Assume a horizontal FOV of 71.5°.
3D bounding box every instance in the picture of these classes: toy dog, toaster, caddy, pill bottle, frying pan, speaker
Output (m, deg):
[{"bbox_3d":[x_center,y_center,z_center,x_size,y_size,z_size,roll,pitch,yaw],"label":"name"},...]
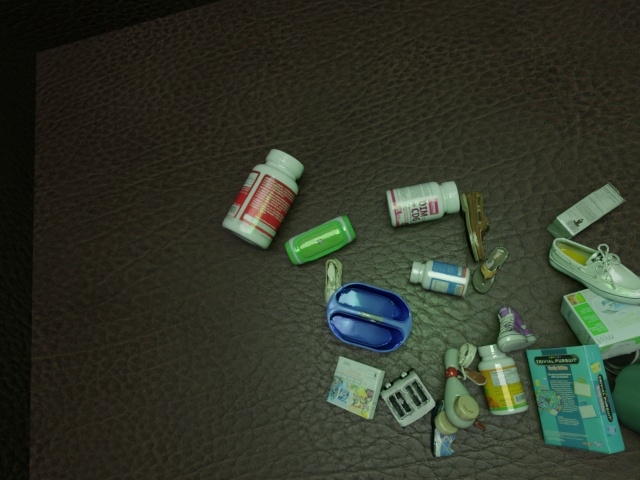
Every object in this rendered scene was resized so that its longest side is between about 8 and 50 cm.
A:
[{"bbox_3d":[0.535,0.562,1.637,0.161,0.220,0.334,27,61,-8],"label":"toy dog"},{"bbox_3d":[0.339,0.614,1.722,0.168,0.110,0.186,-34,73,1],"label":"toaster"},{"bbox_3d":[0.188,0.304,1.761,0.341,0.179,0.241,16,78,-2],"label":"caddy"},{"bbox_3d":[0.482,0.148,1.809,0.221,0.124,0.124,12,78,13],"label":"pill bottle"},{"bbox_3d":[1.145,0.464,1.646,0.197,0.053,0.326,-19,75,5],"label":"frying pan"},{"bbox_3d":[0.000,0.000,1.934,0.296,0.131,0.131,-24,73,3],"label":"speaker"},{"bbox_3d":[0.675,0.516,1.672,0.136,0.136,0.246,-13,74,7],"label":"pill bottle"},{"bbox_3d":[-0.242,-0.186,1.971,0.229,0.229,0.408,26,82,15],"label":"pill bottle"},{"bbox_3d":[0.428,-0.159,1.877,0.283,0.160,0.160,-11,74,7],"label":"pill bottle"}]

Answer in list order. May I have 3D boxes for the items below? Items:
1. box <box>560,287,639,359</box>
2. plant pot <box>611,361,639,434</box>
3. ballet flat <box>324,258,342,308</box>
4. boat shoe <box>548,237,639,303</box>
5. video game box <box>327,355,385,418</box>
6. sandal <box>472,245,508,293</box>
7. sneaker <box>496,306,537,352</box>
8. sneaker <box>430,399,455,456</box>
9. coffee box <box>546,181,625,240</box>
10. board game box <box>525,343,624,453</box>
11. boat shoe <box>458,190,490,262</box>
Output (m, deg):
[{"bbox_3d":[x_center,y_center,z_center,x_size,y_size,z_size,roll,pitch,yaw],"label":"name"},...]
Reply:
[{"bbox_3d":[1.069,0.288,1.624,0.262,0.127,0.231,-17,44,6],"label":"box"},{"bbox_3d":[1.182,0.545,1.440,0.341,0.334,0.341,1,84,-9],"label":"plant pot"},{"bbox_3d":[0.052,0.197,1.896,0.086,0.086,0.248,-4,75,9],"label":"ballet flat"},{"bbox_3d":[1.023,0.085,1.633,0.136,0.156,0.367,-34,42,-14],"label":"boat shoe"},{"bbox_3d":[0.139,0.578,1.757,0.205,0.048,0.187,8,74,41],"label":"video game box"},{"bbox_3d":[0.696,0.114,1.812,0.090,0.060,0.219,38,85,17],"label":"sandal"},{"bbox_3d":[0.697,0.326,1.661,0.102,0.282,0.161,-37,61,26],"label":"sneaker"},{"bbox_3d":[0.467,0.715,1.695,0.081,0.080,0.211,3,89,3],"label":"sneaker"},{"bbox_3d":[1.047,-0.103,1.763,0.246,0.141,0.098,-34,71,-1],"label":"coffee box"},{"bbox_3d":[0.884,0.547,1.567,0.079,0.254,0.336,1,74,-22],"label":"board game box"},{"bbox_3d":[0.651,-0.066,1.840,0.104,0.111,0.307,-9,75,9],"label":"boat shoe"}]
